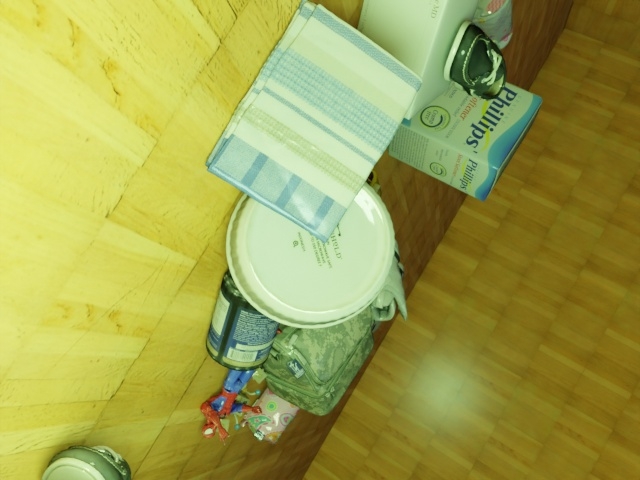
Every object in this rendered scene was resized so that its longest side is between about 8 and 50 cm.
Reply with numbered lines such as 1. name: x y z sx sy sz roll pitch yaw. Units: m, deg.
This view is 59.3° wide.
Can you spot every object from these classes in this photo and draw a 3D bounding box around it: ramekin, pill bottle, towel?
1. ramekin: -0.011 0.005 0.863 0.273 0.273 0.127 -58 -177 -6
2. pill bottle: -0.125 0.117 1.006 0.123 0.123 0.219 -32 148 -56
3. towel: -0.005 -0.168 0.790 0.285 0.209 0.034 -59 -171 -4

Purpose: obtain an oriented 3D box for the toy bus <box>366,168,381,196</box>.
1. toy bus: 0.077 -0.122 1.219 0.202 0.104 0.191 -40 153 -49

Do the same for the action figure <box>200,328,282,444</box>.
1. action figure: -0.162 0.318 1.196 0.091 0.139 0.280 27 95 -47

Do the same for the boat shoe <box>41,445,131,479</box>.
1. boat shoe: -0.342 0.369 0.857 0.335 0.112 0.095 109 2 -45

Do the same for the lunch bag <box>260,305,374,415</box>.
1. lunch bag: -0.011 0.241 1.402 0.305 0.213 0.256 -48 143 -35

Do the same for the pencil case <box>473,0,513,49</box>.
1. pencil case: 0.441 -0.588 1.482 0.124 0.113 0.273 -43 166 12

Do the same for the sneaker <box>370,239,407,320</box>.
1. sneaker: 0.174 0.145 1.604 0.366 0.137 0.210 68 19 -63

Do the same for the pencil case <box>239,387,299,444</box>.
1. pencil case: -0.099 0.426 1.573 0.284 0.124 0.124 -53 161 -19

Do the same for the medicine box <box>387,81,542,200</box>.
1. medicine box: 0.363 -0.290 1.435 0.263 0.289 0.149 -53 161 -22

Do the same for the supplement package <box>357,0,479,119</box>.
1. supplement package: 0.175 -0.388 1.009 0.204 0.145 0.262 -42 155 -45

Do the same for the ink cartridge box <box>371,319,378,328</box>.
1. ink cartridge box: 0.097 0.241 1.762 0.208 0.153 0.087 -22 139 -61

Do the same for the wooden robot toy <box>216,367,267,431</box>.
1. wooden robot toy: -0.199 0.363 1.322 0.173 0.076 0.079 -59 -163 -6

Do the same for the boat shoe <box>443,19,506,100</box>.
1. boat shoe: 0.303 -0.331 1.059 0.302 0.091 0.114 -22 137 -66
